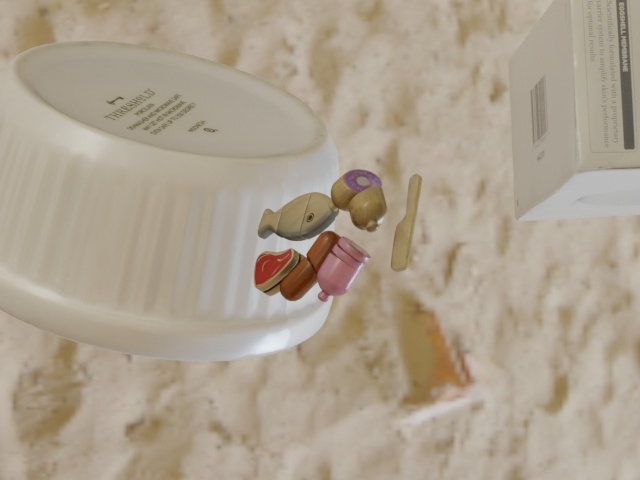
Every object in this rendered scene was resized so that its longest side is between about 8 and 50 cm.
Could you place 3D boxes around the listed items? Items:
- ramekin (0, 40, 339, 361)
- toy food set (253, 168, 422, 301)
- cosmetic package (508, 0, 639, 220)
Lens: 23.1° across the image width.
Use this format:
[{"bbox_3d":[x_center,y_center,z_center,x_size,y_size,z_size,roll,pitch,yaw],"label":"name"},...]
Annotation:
[{"bbox_3d":[-0.110,-0.038,1.041,0.273,0.273,0.127,-9,122,-45],"label":"ramekin"},{"bbox_3d":[0.000,0.000,0.832,0.019,0.122,0.078,31,57,-34],"label":"toy food set"},{"bbox_3d":[0.268,-0.098,1.137,0.224,0.224,0.138,-1,83,-4],"label":"cosmetic package"}]
